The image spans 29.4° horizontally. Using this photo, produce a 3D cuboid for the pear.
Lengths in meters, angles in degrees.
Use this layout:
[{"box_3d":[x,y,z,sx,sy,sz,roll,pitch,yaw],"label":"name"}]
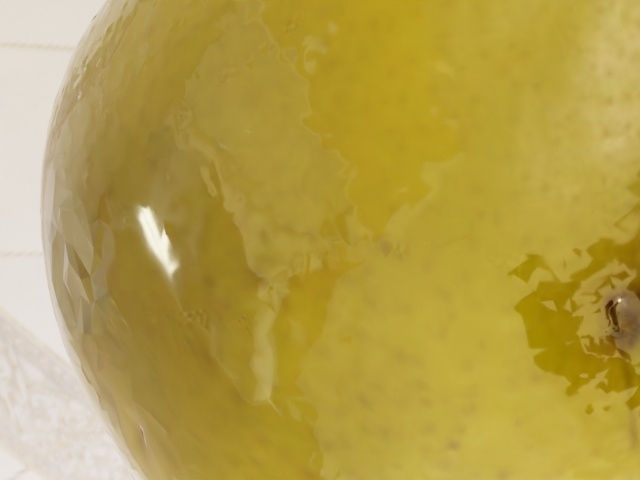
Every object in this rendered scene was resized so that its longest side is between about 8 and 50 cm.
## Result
[{"box_3d":[0.000,0.000,0.482,0.191,0.340,0.386,-11,125,-30],"label":"pear"}]
